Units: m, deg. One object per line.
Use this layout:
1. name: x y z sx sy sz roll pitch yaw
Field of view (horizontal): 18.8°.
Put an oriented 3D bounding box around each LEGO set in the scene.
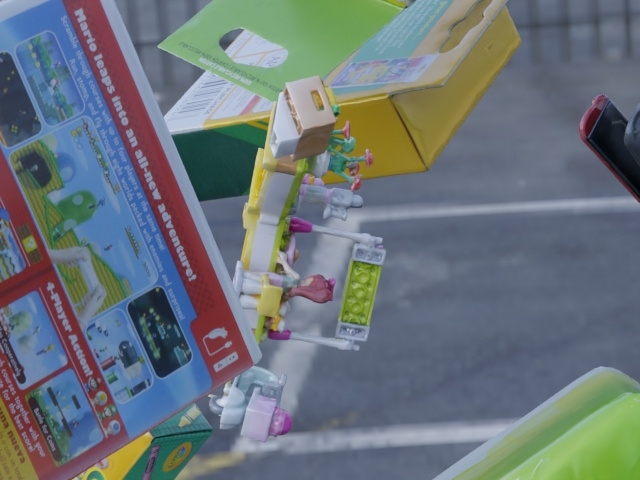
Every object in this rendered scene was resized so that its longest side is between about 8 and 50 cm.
1. LEGO set: 0.000 0.000 1.338 0.107 0.287 0.132 11 33 -5

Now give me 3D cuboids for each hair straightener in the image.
1. hair straightener: 0.280 -0.021 1.419 0.089 0.230 0.047 9 58 48

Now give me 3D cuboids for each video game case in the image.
1. video game case: -0.171 0.026 0.821 0.285 0.204 0.025 -30 15 -34

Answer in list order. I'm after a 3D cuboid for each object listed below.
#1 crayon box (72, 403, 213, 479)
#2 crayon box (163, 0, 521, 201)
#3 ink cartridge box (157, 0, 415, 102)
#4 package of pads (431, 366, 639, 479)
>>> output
1. crayon box: -0.235 0.204 1.785 0.081 0.278 0.165 -2 48 -50
2. crayon box: 0.032 -0.136 1.693 0.323 0.083 0.203 -7 33 39
3. ink cartridge box: -0.004 -0.239 1.523 0.255 0.097 0.189 -43 42 -17
4. package of pads: 0.056 0.181 0.911 0.296 0.101 0.229 -36 -3 5
